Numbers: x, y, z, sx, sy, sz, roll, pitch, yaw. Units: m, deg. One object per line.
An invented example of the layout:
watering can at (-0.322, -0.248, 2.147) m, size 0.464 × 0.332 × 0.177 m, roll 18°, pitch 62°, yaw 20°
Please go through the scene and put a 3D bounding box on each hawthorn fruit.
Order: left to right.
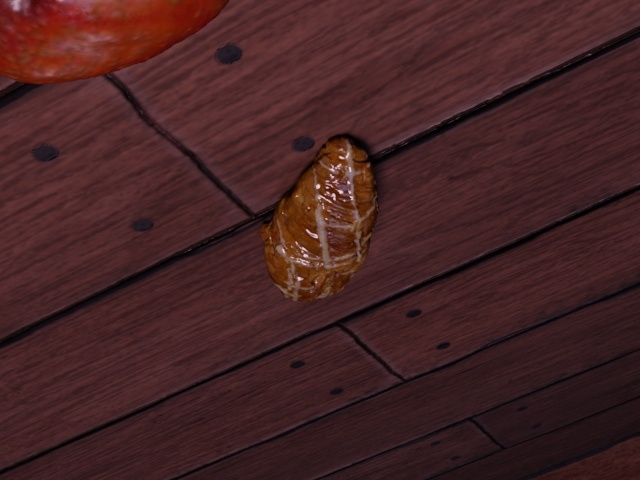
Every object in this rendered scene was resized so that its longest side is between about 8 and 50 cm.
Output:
hawthorn fruit at (-0.103, -0.158, 0.441) m, size 0.193 × 0.157 × 0.157 m, roll -3°, pitch 146°, yaw -29°

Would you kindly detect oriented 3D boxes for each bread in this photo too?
bread at (0.000, 0.000, 0.812) m, size 0.104 × 0.076 × 0.233 m, roll -7°, pitch 146°, yaw -19°
